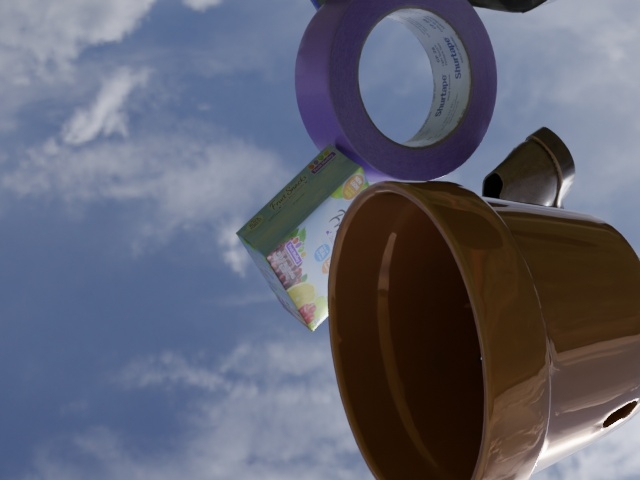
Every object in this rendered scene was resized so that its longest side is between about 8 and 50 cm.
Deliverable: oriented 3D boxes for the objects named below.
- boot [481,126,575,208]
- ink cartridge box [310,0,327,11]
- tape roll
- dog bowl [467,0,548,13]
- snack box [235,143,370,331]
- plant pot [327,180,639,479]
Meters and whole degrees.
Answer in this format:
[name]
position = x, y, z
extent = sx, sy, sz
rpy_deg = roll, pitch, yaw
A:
[boot]
position = 0.278, -0.032, 1.511
extent = 0.115, 0.305, 0.112
rpy_deg = -33, -122, -9
[ink cartridge box]
position = -0.020, -0.538, 1.805
extent = 0.151, 0.270, 0.395
rpy_deg = -30, -136, 8
[tape roll]
position = 0.105, -0.215, 1.460
extent = 0.275, 0.274, 0.090
rpy_deg = -28, -165, -26
[dog bowl]
position = 0.314, -0.529, 1.732
extent = 0.349, 0.348, 0.102
rpy_deg = 31, -153, 36
[snack box]
position = 0.000, 0.000, 1.450
extent = 0.174, 0.207, 0.070
rpy_deg = -44, -123, -12
[plant pot]
position = 0.156, 0.082, 0.955
extent = 0.204, 0.290, 0.291
rpy_deg = -7, -143, -22
